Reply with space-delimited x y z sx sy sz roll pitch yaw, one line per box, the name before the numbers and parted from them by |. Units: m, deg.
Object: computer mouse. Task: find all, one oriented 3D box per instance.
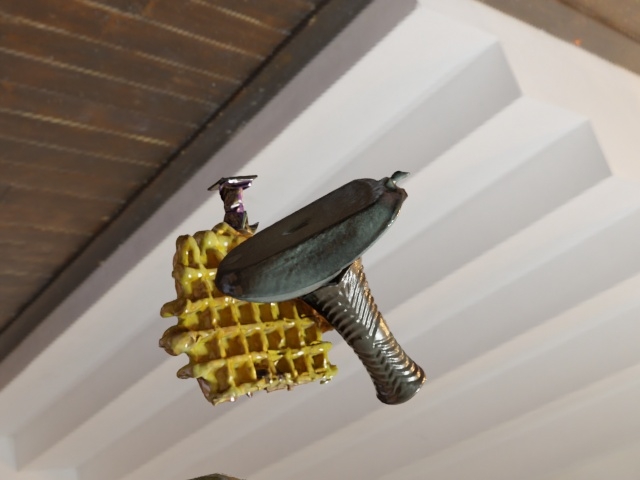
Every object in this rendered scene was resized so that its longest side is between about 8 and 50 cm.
computer mouse | 0.001 0.005 0.887 0.229 0.113 0.068 -28 113 2

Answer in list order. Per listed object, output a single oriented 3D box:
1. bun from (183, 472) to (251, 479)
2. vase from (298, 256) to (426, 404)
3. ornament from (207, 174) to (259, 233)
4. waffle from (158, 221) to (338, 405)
bun | -0.230 0.525 1.587 0.283 0.179 0.283 -38 156 -21
vase | 0.060 0.123 1.198 0.115 0.115 0.237 -24 116 18
ornament | -0.160 -0.023 1.701 0.088 0.203 0.081 -11 -179 -28
waffle | -0.092 0.112 1.128 0.065 0.283 0.309 -26 120 35
